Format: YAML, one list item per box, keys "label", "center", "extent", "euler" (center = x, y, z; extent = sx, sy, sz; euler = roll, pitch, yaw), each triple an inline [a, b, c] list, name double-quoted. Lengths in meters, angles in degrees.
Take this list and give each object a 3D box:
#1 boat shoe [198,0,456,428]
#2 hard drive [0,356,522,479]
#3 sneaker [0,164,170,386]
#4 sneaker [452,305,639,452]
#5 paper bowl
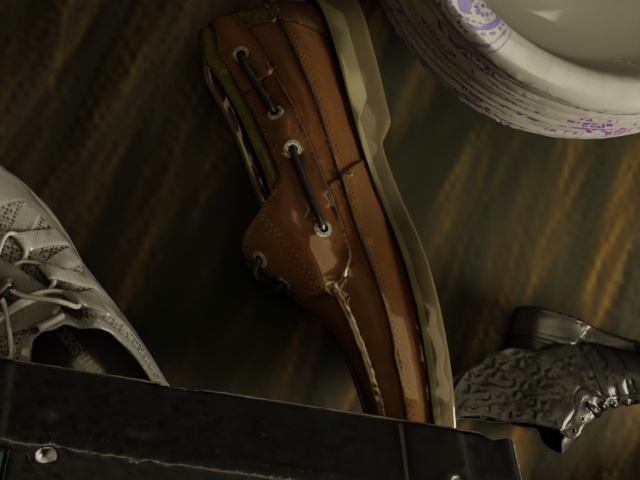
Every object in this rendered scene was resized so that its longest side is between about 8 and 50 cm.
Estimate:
- label: "boat shoe"
  center: [0.000, 0.000, 0.869]
  extent: [0.104, 0.111, 0.307]
  euler: [-12, 74, -12]
- label: "hard drive"
  center: [-0.088, 0.177, 0.760]
  extent: [0.339, 0.237, 0.064]
  euler: [9, 37, -12]
- label: "sneaker"
  center: [-0.165, 0.034, 0.810]
  extent: [0.281, 0.115, 0.105]
  euler: [45, 74, -3]
- label: "sneaker"
  center: [0.167, 0.099, 0.918]
  extent: [0.170, 0.051, 0.089]
  euler: [19, 77, -6]
- label: "paper bowl"
  center: [0.163, -0.205, 0.913]
  extent: [0.284, 0.148, 0.284]
  euler: [2, 81, -14]
